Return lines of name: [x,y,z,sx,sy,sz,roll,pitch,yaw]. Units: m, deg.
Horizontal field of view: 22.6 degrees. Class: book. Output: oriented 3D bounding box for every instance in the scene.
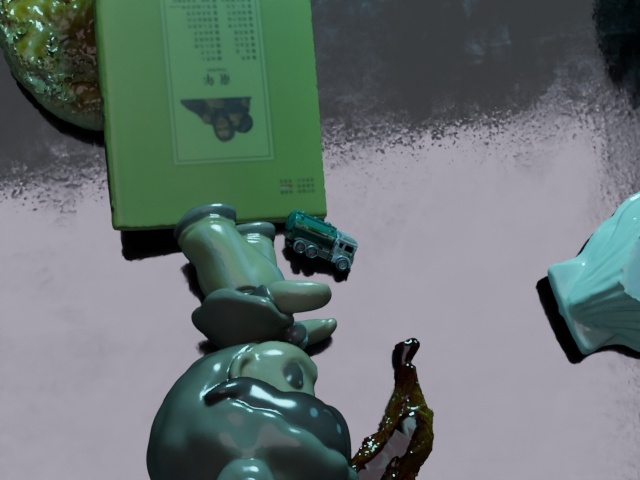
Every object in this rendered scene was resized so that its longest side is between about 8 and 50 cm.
book: [-0.122,-0.190,1.720,0.239,0.035,0.352,-3,84,-19]

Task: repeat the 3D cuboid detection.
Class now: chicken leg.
chicken leg: [0.073,0.210,1.674,0.089,0.048,0.219,29,77,1]

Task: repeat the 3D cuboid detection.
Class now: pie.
pie: [-0.224,-0.249,1.767,0.274,0.055,0.274,1,75,-4]

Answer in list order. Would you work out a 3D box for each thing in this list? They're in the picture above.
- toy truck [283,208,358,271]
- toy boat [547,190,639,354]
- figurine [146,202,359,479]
toy truck: [0.000,0.000,1.711,0.083,0.039,0.044,23,95,-20]
toy boat: [0.394,0.025,1.709,0.290,0.100,0.199,-21,78,-9]
figurine: [-0.075,0.148,1.603,0.203,0.248,0.381,-9,65,5]
